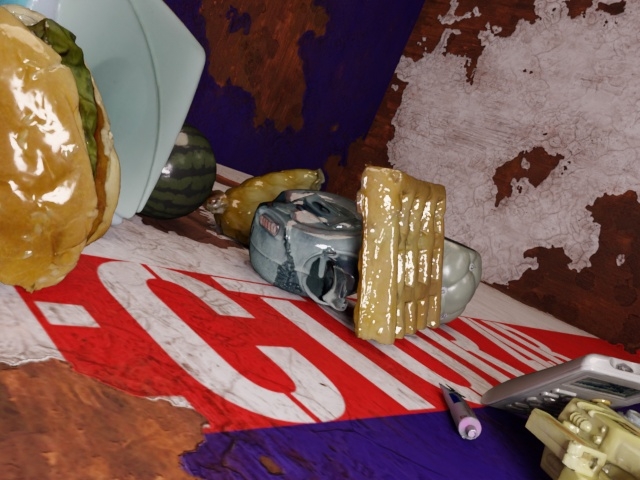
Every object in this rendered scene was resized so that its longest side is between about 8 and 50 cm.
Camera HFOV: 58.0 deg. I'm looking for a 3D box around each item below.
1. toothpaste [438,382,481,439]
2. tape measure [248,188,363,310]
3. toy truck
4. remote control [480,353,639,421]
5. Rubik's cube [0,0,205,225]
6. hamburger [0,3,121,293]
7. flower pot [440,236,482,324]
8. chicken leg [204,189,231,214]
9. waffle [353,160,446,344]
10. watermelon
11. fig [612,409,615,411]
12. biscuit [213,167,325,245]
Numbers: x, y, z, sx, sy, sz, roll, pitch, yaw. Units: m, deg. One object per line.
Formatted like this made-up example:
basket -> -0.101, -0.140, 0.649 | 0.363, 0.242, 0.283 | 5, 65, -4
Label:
toothpaste -> 0.188, 0.228, 0.775 | 0.045, 0.028, 0.170 | 30, 4, 2
tape measure -> 0.000, 0.000, 1.108 | 0.275, 0.147, 0.256 | 25, 28, 24
toy truck -> 0.323, 0.260, 0.588 | 0.157, 0.124, 0.272 | 23, 7, -11
remote control -> 0.322, 0.194, 0.772 | 0.109, 0.055, 0.313 | 15, -24, -1
Rubik's cube -> -0.430, -0.251, 0.859 | 0.352, 0.351, 0.347 | 25, -2, 22
hamburger -> -0.318, -0.129, 0.578 | 0.330, 0.209, 0.162 | 52, -2, -18
flower pot -> 0.246, 0.079, 1.344 | 0.246, 0.195, 0.246 | 22, 9, -3
chicken leg -> -0.324, -0.119, 1.351 | 0.251, 0.107, 0.087 | 22, -30, 16
waffle -> 0.154, 0.023, 1.056 | 0.077, 0.304, 0.348 | 5, 2, 26
watermelon -> -0.314, -0.143, 1.160 | 0.212, 0.212, 0.212 | 23, 8, -3
fig -> 0.430, 0.284, 0.979 | 0.125, 0.089, 0.089 | -4, -11, 38
biscuit -> -0.074, -0.075, 1.389 | 0.329, 0.078, 0.335 | 25, 46, 25
